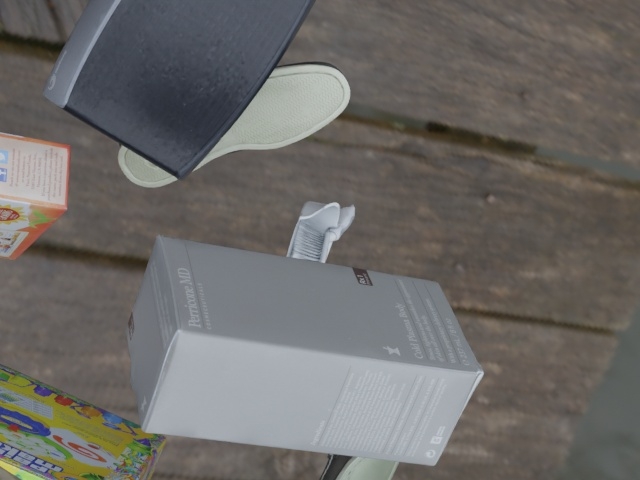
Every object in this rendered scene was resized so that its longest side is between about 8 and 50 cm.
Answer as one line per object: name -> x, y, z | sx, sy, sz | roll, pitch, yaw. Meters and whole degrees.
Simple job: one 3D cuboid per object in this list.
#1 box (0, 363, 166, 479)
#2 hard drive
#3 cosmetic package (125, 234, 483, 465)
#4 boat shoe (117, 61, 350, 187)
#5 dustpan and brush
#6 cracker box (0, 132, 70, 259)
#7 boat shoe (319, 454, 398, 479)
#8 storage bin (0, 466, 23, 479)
box -> -0.331, 0.238, 1.485 | 0.290, 0.279, 0.177 | 23, 96, 2
hard drive -> -0.114, -0.186, 1.366 | 0.172, 0.054, 0.255 | 32, 104, -18
cosmetic package -> -0.018, 0.083, 1.158 | 0.238, 0.127, 0.107 | 11, 121, -23
boat shoe -> -0.085, -0.127, 1.498 | 0.233, 0.079, 0.084 | -18, 119, 11
dustpan and brush -> 0.000, 0.000, 1.766 | 0.060, 0.211, 0.147 | 16, 117, 0
cracker box -> -0.352, -0.050, 1.351 | 0.232, 0.155, 0.067 | 9, 69, -26
boat shoe -> 0.052, 0.236, 1.795 | 0.228, 0.068, 0.081 | -53, 138, -18
storage bin -> -0.175, 0.272, 0.758 | 0.123, 0.262, 0.260 | 36, 85, -21
